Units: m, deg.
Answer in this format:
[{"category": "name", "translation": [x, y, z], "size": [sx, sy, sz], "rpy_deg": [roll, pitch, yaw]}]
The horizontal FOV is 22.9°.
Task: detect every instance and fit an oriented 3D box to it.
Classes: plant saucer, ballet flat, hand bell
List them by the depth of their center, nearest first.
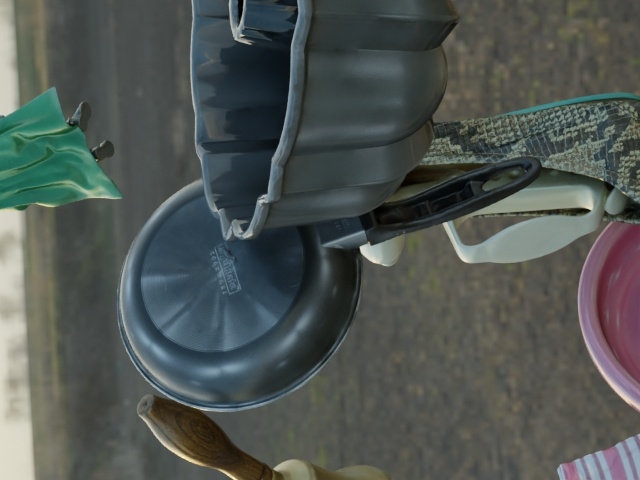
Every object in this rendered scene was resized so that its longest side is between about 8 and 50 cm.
[{"category": "hand bell", "translation": [-0.056, 0.189, 1.294], "size": [0.242, 0.126, 0.126], "rpy_deg": [39, -158, -35]}, {"category": "plant saucer", "translation": [0.447, 0.081, 1.708], "size": [0.084, 0.332, 0.332], "rpy_deg": [75, -176, -54]}, {"category": "ballet flat", "translation": [0.140, -0.058, 1.728], "size": [0.164, 0.483, 0.182], "rpy_deg": [69, -158, -59]}]

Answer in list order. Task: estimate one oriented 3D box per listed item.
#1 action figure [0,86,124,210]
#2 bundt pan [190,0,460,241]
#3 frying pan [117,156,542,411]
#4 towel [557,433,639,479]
[{"category": "action figure", "translation": [-0.326, -0.078, 1.622], "size": [0.137, 0.232, 0.063], "rpy_deg": [64, -153, -25]}, {"category": "bundt pan", "translation": [0.002, -0.160, 1.072], "size": [0.331, 0.124, 0.330], "rpy_deg": [-179, 90, -75]}, {"category": "frying pan", "translation": [-0.005, 0.028, 1.166], "size": [0.053, 0.326, 0.197], "rpy_deg": [50, -139, -62]}, {"category": "towel", "translation": [0.363, 0.273, 1.728], "size": [0.029, 0.197, 0.144], "rpy_deg": [42, -151, -44]}]
